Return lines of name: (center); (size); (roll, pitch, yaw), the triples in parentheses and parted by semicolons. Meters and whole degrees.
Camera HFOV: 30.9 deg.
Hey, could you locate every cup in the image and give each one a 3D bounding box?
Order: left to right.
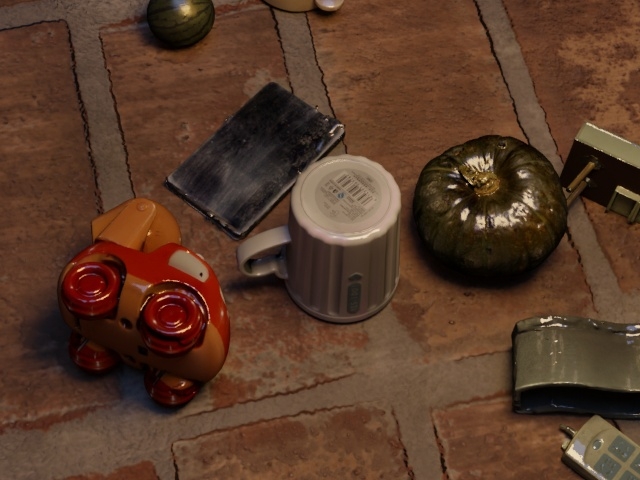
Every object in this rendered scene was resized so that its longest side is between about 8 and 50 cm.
cup: (0.012, 0.009, 1.591); (0.221, 0.202, 0.167); (-35, 64, -21)

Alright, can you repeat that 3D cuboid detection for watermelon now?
watermelon: (-0.236, -0.361, 1.859); (0.133, 0.105, 0.105); (-11, 60, 7)

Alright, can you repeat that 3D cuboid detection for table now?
table: (0.461, -0.054, 1.690); (0.240, 0.121, 0.111); (27, 62, 14)

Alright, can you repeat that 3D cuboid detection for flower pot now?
flower pot: (0.371, 0.171, 1.566); (0.229, 0.103, 0.108); (2, 59, 0)

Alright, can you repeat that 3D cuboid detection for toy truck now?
toy truck: (-0.222, 0.065, 1.566); (0.265, 0.189, 0.239); (23, 53, 11)

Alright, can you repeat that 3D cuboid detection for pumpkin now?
pumpkin: (0.243, -0.050, 1.660); (0.224, 0.157, 0.223); (-5, 58, 8)

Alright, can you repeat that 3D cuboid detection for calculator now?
calculator: (-0.096, -0.129, 1.773); (0.161, 0.021, 0.261); (36, 65, 18)

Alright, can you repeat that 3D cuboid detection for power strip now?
power strip: (0.410, 0.311, 1.527); (0.227, 0.029, 0.080); (37, 65, 18)

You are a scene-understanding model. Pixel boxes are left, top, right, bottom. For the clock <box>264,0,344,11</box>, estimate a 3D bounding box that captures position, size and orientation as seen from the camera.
clock: (-0.039, -0.456, 1.945); (0.156, 0.063, 0.229); (-32, 68, -22)
